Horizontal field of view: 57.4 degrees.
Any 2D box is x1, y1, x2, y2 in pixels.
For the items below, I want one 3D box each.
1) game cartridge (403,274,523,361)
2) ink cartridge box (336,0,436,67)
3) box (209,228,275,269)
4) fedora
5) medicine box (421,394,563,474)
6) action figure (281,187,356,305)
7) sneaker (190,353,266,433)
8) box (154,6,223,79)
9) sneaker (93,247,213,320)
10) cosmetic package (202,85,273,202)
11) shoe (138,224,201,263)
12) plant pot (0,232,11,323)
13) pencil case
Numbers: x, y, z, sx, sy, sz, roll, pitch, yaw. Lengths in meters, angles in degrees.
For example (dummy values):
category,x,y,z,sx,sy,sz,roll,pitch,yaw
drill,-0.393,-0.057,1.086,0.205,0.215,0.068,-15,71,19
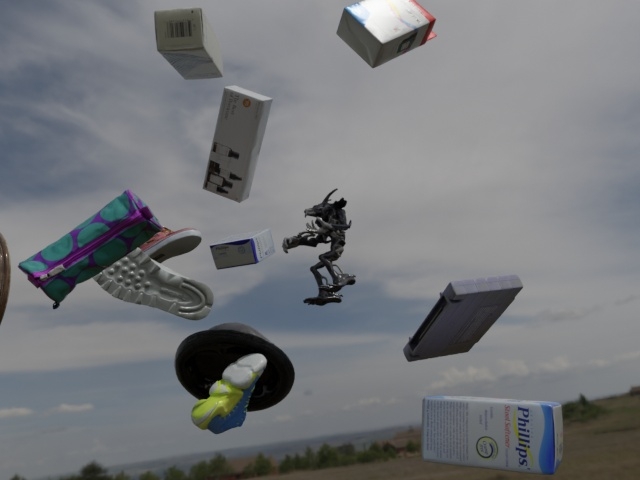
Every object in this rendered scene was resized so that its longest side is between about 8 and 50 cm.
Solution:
category,x,y,z,sx,sy,sz,roll,pitch,yaw
game cartridge,0.398,0.223,1.663,0.230,0.068,0.355,-8,-37,-25
ink cartridge box,0.169,-0.508,1.367,0.231,0.134,0.078,-33,-18,-28
box,-0.210,0.023,1.594,0.126,0.072,0.137,-10,9,21
fedora,-0.234,0.330,1.647,0.334,0.152,0.334,1,-58,2
medicine box,0.417,0.454,1.397,0.289,0.149,0.263,-4,-15,25
action figure,0.000,0.000,1.346,0.141,0.275,0.164,9,-32,-24
sneaker,-0.219,0.405,1.522,0.240,0.091,0.126,-40,-52,-12
box,-0.312,-0.470,1.417,0.113,0.094,0.275,-4,2,1
sneaker,-0.301,0.072,1.010,0.235,0.090,0.095,32,-11,-18
cosmetic package,-0.187,-0.213,1.302,0.099,0.239,0.060,20,22,8
shoe,-0.328,-0.005,1.228,0.178,0.081,0.063,-25,-30,23
plant pot,-0.450,0.050,0.614,0.167,0.166,0.165,-21,-25,33
pencil case,-0.259,0.007,0.666,0.152,0.064,0.070,-38,12,-11
